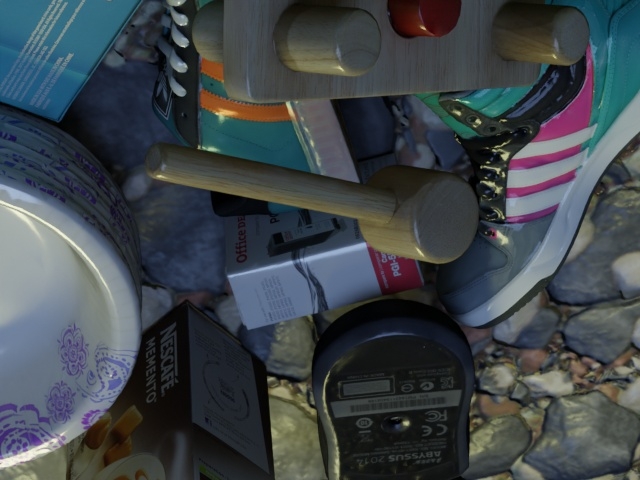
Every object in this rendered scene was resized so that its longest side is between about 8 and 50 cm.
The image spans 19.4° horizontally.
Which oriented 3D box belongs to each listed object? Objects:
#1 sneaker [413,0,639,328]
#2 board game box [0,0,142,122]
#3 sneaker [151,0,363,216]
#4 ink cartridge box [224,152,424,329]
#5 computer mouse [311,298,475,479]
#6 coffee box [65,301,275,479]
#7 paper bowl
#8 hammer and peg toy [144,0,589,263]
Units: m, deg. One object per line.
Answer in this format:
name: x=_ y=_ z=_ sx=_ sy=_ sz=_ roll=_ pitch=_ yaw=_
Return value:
sneaker: x=0.115 y=-0.076 z=1.300 sx=0.178 sy=0.124 sz=0.295 roll=19 pitch=118 yaw=-23
board game box: x=-0.270 y=-0.208 z=1.131 sx=0.336 sy=0.079 sz=0.254 roll=19 pitch=151 yaw=-18
sneaker: x=-0.067 y=-0.128 z=1.257 sx=0.121 sy=0.108 sz=0.302 roll=-19 pitch=129 yaw=5
ink cartridge box: x=0.000 y=0.000 z=1.367 sx=0.135 sy=0.099 sz=0.056 roll=-14 pitch=128 yaw=6
computer mouse: x=0.046 y=0.128 z=1.420 sx=0.188 sy=0.072 sz=0.272 roll=-2 pitch=137 yaw=-4
coffee box: x=-0.113 y=0.186 z=1.410 sx=0.141 sy=0.246 sz=0.098 roll=-36 pitch=124 yaw=22
paper bowl: x=-0.268 y=0.021 z=1.331 sx=0.284 sy=0.148 sz=0.284 roll=-2 pitch=127 yaw=-3
hammer and peg toy: x=0.042 y=-0.156 z=1.087 sx=0.266 sy=0.127 sz=0.361 roll=-7 pitch=103 yaw=-44
